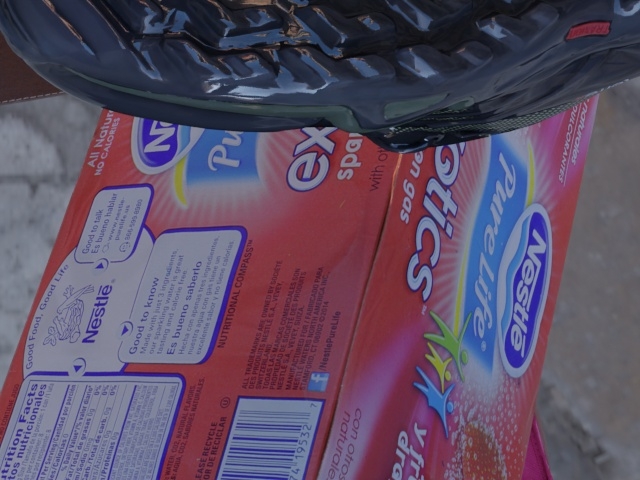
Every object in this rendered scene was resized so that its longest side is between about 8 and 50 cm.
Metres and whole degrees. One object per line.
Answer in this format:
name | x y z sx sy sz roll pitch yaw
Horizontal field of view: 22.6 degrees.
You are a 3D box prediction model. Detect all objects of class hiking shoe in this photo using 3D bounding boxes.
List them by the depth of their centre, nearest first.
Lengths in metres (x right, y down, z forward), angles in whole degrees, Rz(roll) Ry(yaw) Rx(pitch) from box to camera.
hiking shoe | 0.018 -0.054 0.428 0.227 0.086 0.114 -7 159 -27

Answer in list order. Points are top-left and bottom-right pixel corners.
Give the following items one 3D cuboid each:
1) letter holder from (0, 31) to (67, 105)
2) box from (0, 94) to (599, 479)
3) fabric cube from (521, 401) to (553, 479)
letter holder | -0.294 -0.221 1.234 0.302 0.152 0.214 -8 148 19
box | 0.000 0.000 0.635 0.154 0.300 0.142 -2 149 32
fabric cube | 0.029 0.085 1.299 0.259 0.258 0.254 -15 96 7
